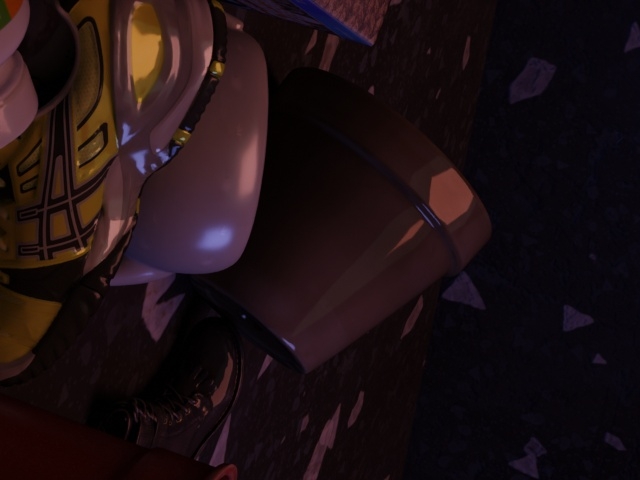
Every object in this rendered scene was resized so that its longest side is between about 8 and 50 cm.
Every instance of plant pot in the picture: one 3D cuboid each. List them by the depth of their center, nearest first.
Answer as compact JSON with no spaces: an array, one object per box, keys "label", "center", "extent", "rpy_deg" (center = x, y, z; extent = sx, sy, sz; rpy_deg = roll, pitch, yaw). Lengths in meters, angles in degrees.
[{"label":"plant pot","center":[-0.248,0.254,1.257],"extent":[0.272,0.265,0.272],"rpy_deg":[-62,171,-18]},{"label":"plant pot","center":[0.000,0.000,1.830],"extent":[0.280,0.323,0.323],"rpy_deg":[-51,159,-12]}]

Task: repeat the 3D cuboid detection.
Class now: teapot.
[{"label":"teapot","center":[-0.159,-0.095,1.386],"extent":[0.252,0.187,0.256],"rpy_deg":[117,-24,-55]}]

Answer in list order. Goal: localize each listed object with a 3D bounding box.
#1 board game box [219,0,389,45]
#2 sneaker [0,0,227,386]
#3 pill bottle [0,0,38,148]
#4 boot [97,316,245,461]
[{"label":"board game box","center":[-0.095,-0.277,1.178],"extent":[0.232,0.291,0.141],"rpy_deg":[12,96,-73]},{"label":"sneaker","center":[-0.222,-0.055,1.216],"extent":[0.147,0.145,0.385],"rpy_deg":[18,110,-30]},{"label":"pill bottle","center":[-0.263,-0.172,0.937],"extent":[0.136,0.136,0.246],"rpy_deg":[-57,144,-41]},{"label":"boot","center":[-0.186,0.205,1.755],"extent":[0.263,0.091,0.229],"rpy_deg":[-68,164,-4]}]
